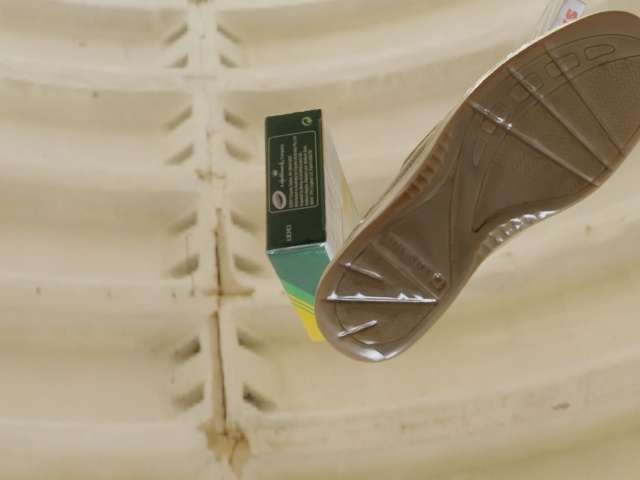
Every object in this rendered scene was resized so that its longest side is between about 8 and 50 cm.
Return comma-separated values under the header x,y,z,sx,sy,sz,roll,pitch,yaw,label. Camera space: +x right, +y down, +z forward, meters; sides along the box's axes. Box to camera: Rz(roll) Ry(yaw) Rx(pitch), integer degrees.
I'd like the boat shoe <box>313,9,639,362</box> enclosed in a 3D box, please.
x,y,z,sx,sy,sz,roll,pitch,yaw,label
0.122,-0.051,0.905,0.341,0.110,0.122,-42,-81,5,boat shoe

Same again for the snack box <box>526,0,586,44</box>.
x,y,z,sx,sy,sz,roll,pitch,yaw,label
0.174,-0.128,1.002,0.022,0.178,0.064,26,-174,-7,snack box

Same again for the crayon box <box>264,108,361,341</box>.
x,y,z,sx,sy,sz,roll,pitch,yaw,label
0.000,0.000,1.551,0.083,0.323,0.203,-8,-121,10,crayon box
